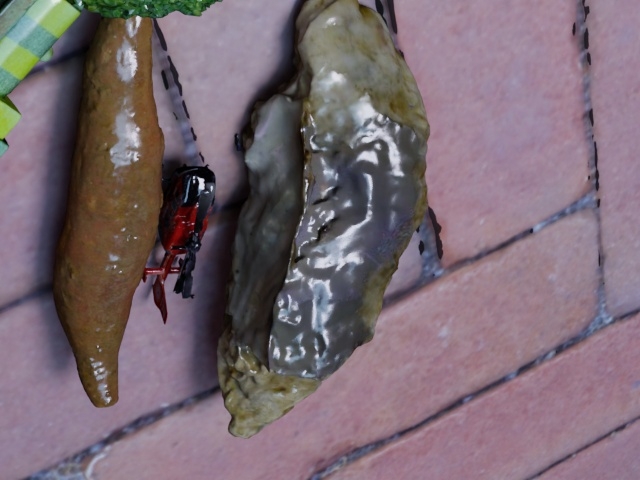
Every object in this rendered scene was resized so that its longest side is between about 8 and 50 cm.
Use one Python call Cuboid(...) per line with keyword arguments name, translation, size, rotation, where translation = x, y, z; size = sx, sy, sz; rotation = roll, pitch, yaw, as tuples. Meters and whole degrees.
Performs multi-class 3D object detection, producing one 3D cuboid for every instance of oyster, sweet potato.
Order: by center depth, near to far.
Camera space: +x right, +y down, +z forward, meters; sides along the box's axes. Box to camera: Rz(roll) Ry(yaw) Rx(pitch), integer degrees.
Cuboid(name="sweet potato", translation=(-0.136, -0.028, 0.786), size=(0.072, 0.066, 0.314), rotation=(-33, 144, -55))
Cuboid(name="oyster", translation=(0.001, 0.001, 0.856), size=(0.166, 0.110, 0.341), rotation=(17, 98, -44))

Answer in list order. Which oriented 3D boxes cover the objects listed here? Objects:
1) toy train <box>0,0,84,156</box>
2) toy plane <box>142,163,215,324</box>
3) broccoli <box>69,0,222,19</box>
Cuboid(name="toy train", translation=(-0.199, -0.130, 0.672), size=(0.200, 0.083, 0.132), rotation=(-45, 144, 4))
Cuboid(name="toy plane", translation=(-0.099, -0.004, 0.830), size=(0.037, 0.060, 0.145), rotation=(-3, 138, -30))
Cuboid(name="broccoli", translation=(-0.065, -0.236, 0.562), size=(0.269, 0.241, 0.261), rotation=(6, 86, -32))
